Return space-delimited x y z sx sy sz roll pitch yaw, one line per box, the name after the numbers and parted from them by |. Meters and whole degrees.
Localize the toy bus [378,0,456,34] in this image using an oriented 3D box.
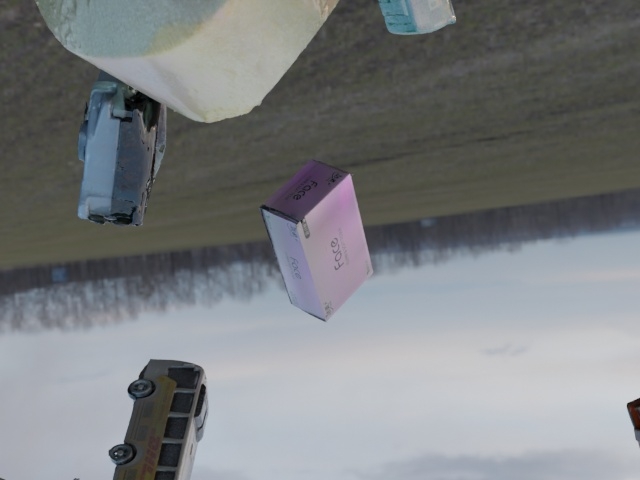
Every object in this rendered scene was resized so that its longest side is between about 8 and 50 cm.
0.121 -0.429 1.432 0.109 0.262 0.091 -33 -153 -27 | toy bus

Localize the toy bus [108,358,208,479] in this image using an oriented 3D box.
-0.278 0.342 1.679 0.138 0.097 0.342 0 -147 4 | toy bus

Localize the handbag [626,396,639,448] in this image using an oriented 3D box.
0.348 0.175 0.839 0.190 0.127 0.063 -12 172 -42 | handbag

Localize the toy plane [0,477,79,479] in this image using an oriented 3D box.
-0.514 0.362 1.475 0.286 0.092 0.108 17 174 -9 | toy plane

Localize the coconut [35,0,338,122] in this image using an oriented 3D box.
-0.113 -0.229 0.777 0.239 0.239 0.244 -5 166 21 | coconut

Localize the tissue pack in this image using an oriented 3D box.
0.000 0.000 1.689 0.092 0.246 0.148 23 -125 35 | tissue pack

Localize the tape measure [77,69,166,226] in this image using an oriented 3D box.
-0.248 -0.129 1.225 0.107 0.182 0.181 7 -163 -9 | tape measure
